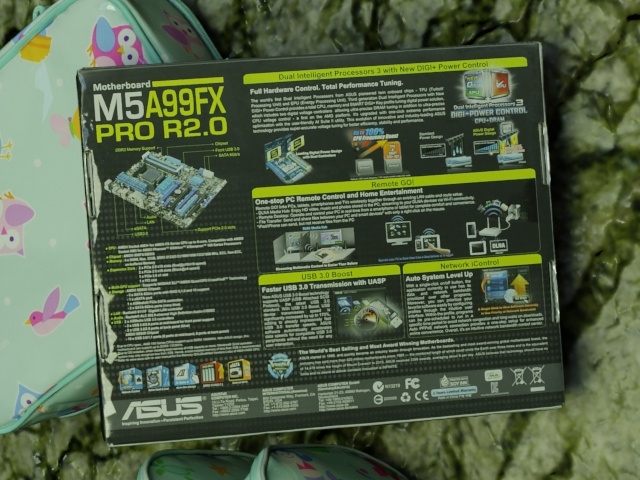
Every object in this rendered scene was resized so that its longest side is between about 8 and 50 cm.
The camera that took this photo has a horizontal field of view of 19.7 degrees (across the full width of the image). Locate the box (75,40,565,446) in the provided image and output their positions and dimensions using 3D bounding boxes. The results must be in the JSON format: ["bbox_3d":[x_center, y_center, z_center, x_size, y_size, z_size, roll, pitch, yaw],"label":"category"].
[{"bbox_3d":[0.000,0.000,1.072,0.270,0.060,0.216,-5,90,-8],"label":"box"}]

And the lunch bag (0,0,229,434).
[{"bbox_3d":[-0.155,-0.027,1.202,0.279,0.108,0.224,-38,75,24],"label":"lunch bag"}]

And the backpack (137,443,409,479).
[{"bbox_3d":[-0.017,0.224,1.081,0.253,0.225,0.191,40,106,31],"label":"backpack"}]
